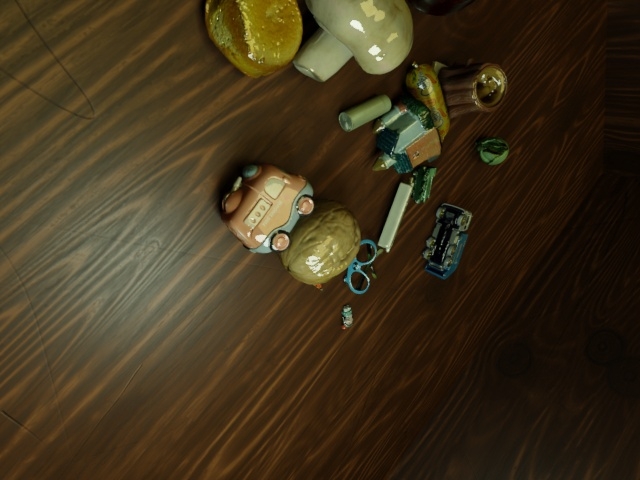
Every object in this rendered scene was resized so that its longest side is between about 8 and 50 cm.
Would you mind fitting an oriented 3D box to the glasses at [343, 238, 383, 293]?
[{"bbox_3d":[0.216,0.103,1.747,0.207,0.102,0.239,-5,111,-40],"label":"glasses"}]

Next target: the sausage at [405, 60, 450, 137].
[{"bbox_3d":[0.427,-0.544,1.619,0.123,0.123,0.347,-45,127,-17],"label":"sausage"}]

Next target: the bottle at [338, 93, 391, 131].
[{"bbox_3d":[0.161,-0.461,1.469,0.201,0.072,0.072,-33,127,-27],"label":"bottle"}]

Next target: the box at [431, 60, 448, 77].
[{"bbox_3d":[0.477,-0.645,1.696,0.090,0.024,0.167,-2,110,-40],"label":"box"}]

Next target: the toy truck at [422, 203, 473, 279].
[{"bbox_3d":[0.633,0.004,2.044,0.175,0.146,0.367,-4,114,-48],"label":"toy truck"}]

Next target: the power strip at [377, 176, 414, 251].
[{"bbox_3d":[0.325,-0.114,1.752,0.098,0.058,0.338,-7,118,-75],"label":"power strip"}]

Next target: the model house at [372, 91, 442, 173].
[{"bbox_3d":[0.299,-0.379,1.581,0.291,0.184,0.253,-39,137,-4],"label":"model house"}]

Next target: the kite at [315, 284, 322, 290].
[{"bbox_3d":[-0.041,0.114,1.592,0.125,0.008,0.222,-16,118,-36],"label":"kite"}]

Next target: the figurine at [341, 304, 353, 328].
[{"bbox_3d":[0.116,0.337,1.803,0.060,0.047,0.106,-28,123,-40],"label":"figurine"}]

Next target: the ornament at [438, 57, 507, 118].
[{"bbox_3d":[0.601,-0.593,1.623,0.221,0.217,0.235,11,100,-25],"label":"ornament"}]

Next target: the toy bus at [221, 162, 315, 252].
[{"bbox_3d":[-0.177,-0.112,1.262,0.232,0.194,0.288,36,84,-32],"label":"toy bus"}]

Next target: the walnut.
[{"bbox_3d":[-0.002,-0.001,1.405,0.313,0.252,0.277,-42,129,-19],"label":"walnut"}]

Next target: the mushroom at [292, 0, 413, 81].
[{"bbox_3d":[0.105,-0.621,1.171,0.353,0.325,0.353,-52,155,-36],"label":"mushroom"}]

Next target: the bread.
[{"bbox_3d":[-0.164,-0.573,1.085,0.268,0.145,0.268,-20,120,-39],"label":"bread"}]

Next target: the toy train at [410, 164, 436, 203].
[{"bbox_3d":[0.458,-0.252,1.828,0.111,0.071,0.170,-14,118,-45],"label":"toy train"}]

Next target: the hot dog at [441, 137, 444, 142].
[{"bbox_3d":[0.526,-0.518,1.768,0.083,0.068,0.289,5,106,-35],"label":"hot dog"}]

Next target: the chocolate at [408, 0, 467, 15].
[{"bbox_3d":[0.408,-0.922,1.297,0.383,0.331,0.384,0,105,0],"label":"chocolate"}]

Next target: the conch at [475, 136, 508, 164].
[{"bbox_3d":[0.839,-0.447,2.000,0.137,0.143,0.250,-30,168,28],"label":"conch"}]
